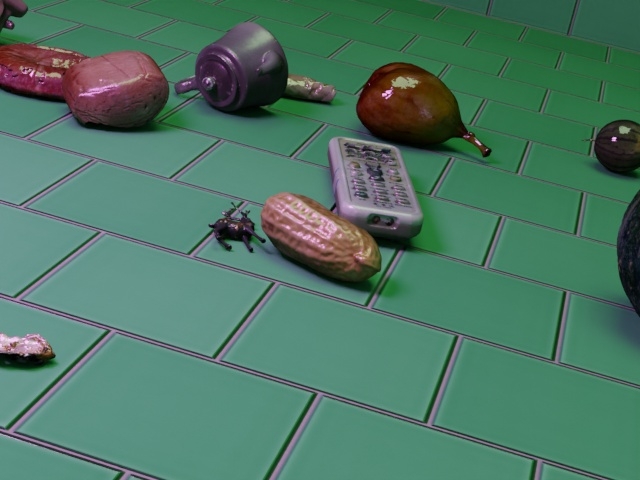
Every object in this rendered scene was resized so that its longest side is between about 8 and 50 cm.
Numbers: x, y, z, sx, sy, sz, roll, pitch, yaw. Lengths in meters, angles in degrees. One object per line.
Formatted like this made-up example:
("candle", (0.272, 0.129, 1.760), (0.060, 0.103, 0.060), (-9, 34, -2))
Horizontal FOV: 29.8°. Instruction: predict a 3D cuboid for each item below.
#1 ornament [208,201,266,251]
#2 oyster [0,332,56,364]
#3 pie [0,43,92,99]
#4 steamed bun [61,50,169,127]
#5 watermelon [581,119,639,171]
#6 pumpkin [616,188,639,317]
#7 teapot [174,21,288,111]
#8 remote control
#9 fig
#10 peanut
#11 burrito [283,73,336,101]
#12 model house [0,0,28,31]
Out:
("ornament", (-0.124, -0.022, 1.706), (0.073, 0.028, 0.125), (5, 25, -17))
("oyster", (-0.324, 0.116, 1.283), (0.083, 0.019, 0.054), (7, 21, -7))
("pie", (-0.499, -0.308, 2.170), (0.204, 0.054, 0.219), (2, 24, -23))
("steamed bun", (-0.348, -0.249, 2.051), (0.175, 0.106, 0.145), (-13, 35, -19))
("watermelon", (0.580, -0.188, 2.363), (0.133, 0.105, 0.105), (9, 22, 7))
("pumpkin", (0.541, 0.031, 1.613), (0.293, 0.263, 0.197), (17, 26, 19))
("teapot", (-0.173, -0.306, 2.236), (0.239, 0.162, 0.149), (-2, 21, 40))
("remote control", (0.081, -0.083, 1.908), (0.128, 0.066, 0.335), (7, 23, -6))
("fig", (0.203, -0.235, 2.268), (0.274, 0.145, 0.170), (28, 25, 4))
("peanut", (0.000, 0.000, 1.647), (0.194, 0.093, 0.083), (31, 62, 21))
("burrito", (-0.061, -0.312, 2.415), (0.188, 0.045, 0.058), (8, 15, -4))
("model house", (-0.692, -0.428, 2.267), (0.229, 0.122, 0.188), (16, 57, 2))
